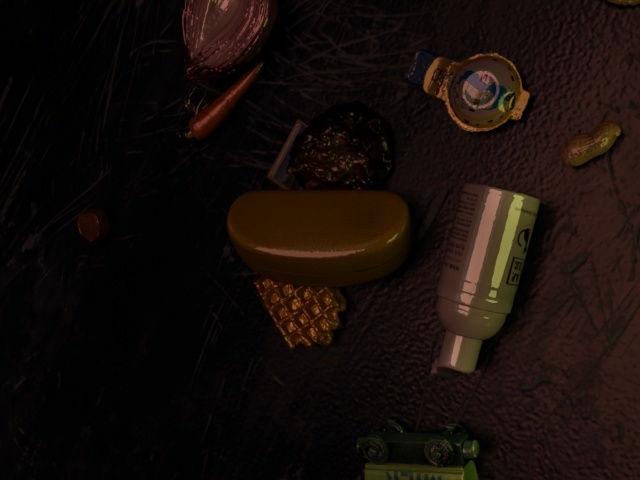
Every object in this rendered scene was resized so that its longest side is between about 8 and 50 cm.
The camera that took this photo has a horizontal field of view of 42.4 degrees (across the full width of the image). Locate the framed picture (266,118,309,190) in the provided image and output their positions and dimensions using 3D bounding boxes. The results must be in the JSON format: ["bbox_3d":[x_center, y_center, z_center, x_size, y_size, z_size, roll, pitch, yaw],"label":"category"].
[{"bbox_3d":[-0.045,-0.175,1.800,0.109,0.011,0.149,36,105,27],"label":"framed picture"}]

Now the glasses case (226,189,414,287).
[{"bbox_3d":[0.000,0.000,1.649,0.371,0.141,0.173,1,56,14],"label":"glasses case"}]

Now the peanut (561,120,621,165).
[{"bbox_3d":[0.482,-0.173,1.475,0.113,0.054,0.054,-32,72,22],"label":"peanut"}]

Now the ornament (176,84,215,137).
[{"bbox_3d":[-0.307,-0.300,1.950,0.073,0.028,0.125,39,104,25],"label":"ornament"}]

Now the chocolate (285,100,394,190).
[{"bbox_3d":[0.021,-0.170,1.660,0.206,0.177,0.224,39,107,22],"label":"chocolate"}]

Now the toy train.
[{"bbox_3d":[0.190,0.434,1.580,0.253,0.105,0.157,-8,96,31],"label":"toy train"}]

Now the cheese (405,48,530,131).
[{"bbox_3d":[0.279,-0.297,1.590,0.250,0.064,0.156,26,98,26],"label":"cheese"}]

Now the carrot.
[{"bbox_3d":[-0.212,-0.317,1.888,0.257,0.061,0.061,-41,68,11],"label":"carrot"}]

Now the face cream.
[{"bbox_3d":[0.289,0.087,1.516,0.145,0.145,0.369,15,95,30],"label":"face cream"}]

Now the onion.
[{"bbox_3d":[-0.214,-0.470,1.853,0.227,0.120,0.283,39,102,24],"label":"onion"}]

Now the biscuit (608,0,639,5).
[{"bbox_3d":[0.548,-0.521,1.431,0.220,0.033,0.220,8,111,21],"label":"biscuit"}]

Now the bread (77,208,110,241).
[{"bbox_3d":[-0.563,-0.039,2.065,0.085,0.053,0.085,6,102,30],"label":"bread"}]

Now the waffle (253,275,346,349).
[{"bbox_3d":[-0.029,0.131,1.743,0.160,0.055,0.211,-40,67,20],"label":"waffle"}]
